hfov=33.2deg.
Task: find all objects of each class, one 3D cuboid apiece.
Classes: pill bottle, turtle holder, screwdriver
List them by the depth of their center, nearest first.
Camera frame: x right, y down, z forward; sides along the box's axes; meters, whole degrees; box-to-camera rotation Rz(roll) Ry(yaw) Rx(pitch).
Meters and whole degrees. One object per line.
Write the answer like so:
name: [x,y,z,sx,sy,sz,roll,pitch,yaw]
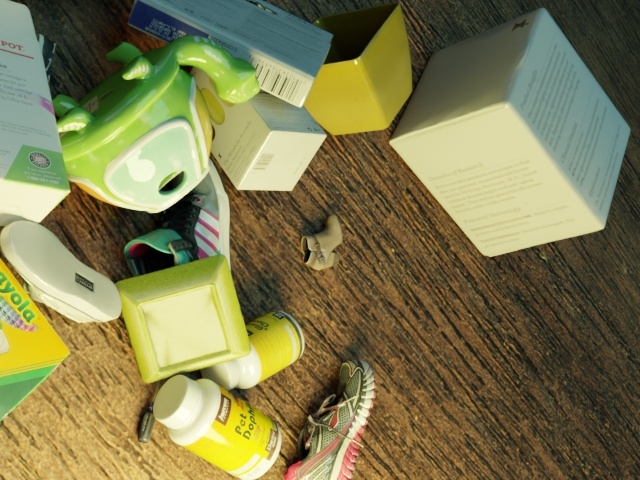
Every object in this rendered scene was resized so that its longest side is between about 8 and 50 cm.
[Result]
turtle holder: [-0.276,-0.194,1.741,0.320,0.243,0.227,-50,117,-24]
screwdriver: [-0.278,0.258,1.788,0.024,0.025,0.170,42,43,-40]
pill bottle: [-0.174,0.309,1.795,0.215,0.117,0.117,38,54,-34]
pill bottle: [-0.122,0.199,1.892,0.184,0.103,0.103,-25,96,-46]

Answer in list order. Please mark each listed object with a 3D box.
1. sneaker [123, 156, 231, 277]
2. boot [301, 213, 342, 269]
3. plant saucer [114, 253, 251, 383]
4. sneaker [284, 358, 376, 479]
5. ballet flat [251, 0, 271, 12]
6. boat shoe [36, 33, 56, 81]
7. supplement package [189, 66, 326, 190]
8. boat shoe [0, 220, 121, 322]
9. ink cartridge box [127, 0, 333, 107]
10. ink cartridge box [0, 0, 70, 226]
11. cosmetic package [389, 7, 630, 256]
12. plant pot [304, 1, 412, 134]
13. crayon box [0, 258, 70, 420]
sneaker: [-0.251,-0.015,1.822,0.178,0.123,0.296,3,77,-54]
boot: [0.000,0.000,2.115,0.087,0.042,0.119,8,72,-41]
plant saucer: [-0.221,0.136,1.746,0.188,0.045,0.188,-15,110,-5]
sneaker: [0.025,0.340,1.996,0.112,0.121,0.299,23,49,-4]
ballet flat: [-0.109,-0.431,2.133,0.041,0.041,0.114,-12,87,-46]
boat shoe: [-0.455,-0.276,1.745,0.038,0.046,0.125,20,57,-34]
supplement package: [-0.128,-0.219,1.909,0.133,0.139,0.244,-1,44,-45]
boat shoe: [-0.408,0.062,1.623,0.258,0.084,0.095,49,31,-45]
ink cartridge box: [-0.147,-0.372,1.909,0.324,0.071,0.330,25,22,-3]
ink cartridge box: [-0.512,-0.203,1.574,0.207,0.119,0.354,10,53,-43]
cosmetic package: [0.434,-0.233,2.405,0.394,0.327,0.329,47,50,-26]
plant pot: [0.068,-0.333,2.176,0.212,0.212,0.187,-56,131,-38]
crayon box: [-0.512,0.112,1.549,0.278,0.081,0.165,57,46,-16]
